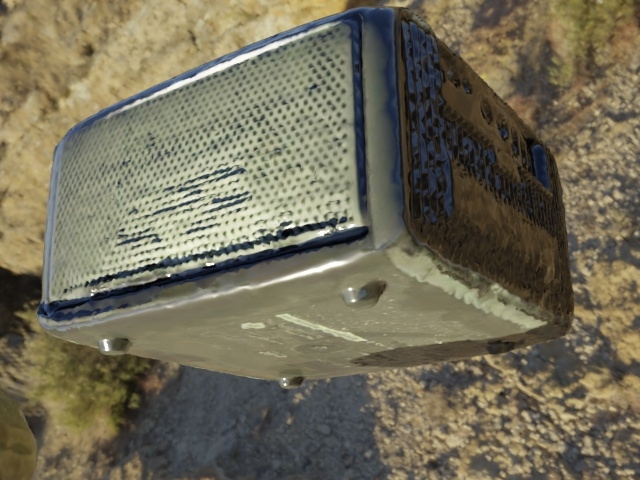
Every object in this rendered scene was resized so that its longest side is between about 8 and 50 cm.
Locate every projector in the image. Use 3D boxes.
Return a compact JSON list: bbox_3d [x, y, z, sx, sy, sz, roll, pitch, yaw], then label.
[{"bbox_3d":[0.000,0.000,0.800,0.405,0.395,0.241,-13,67,32],"label":"projector"}]

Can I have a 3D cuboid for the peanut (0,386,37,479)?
[{"bbox_3d":[-0.229,0.102,0.408,0.124,0.256,0.123,-5,68,12],"label":"peanut"}]
